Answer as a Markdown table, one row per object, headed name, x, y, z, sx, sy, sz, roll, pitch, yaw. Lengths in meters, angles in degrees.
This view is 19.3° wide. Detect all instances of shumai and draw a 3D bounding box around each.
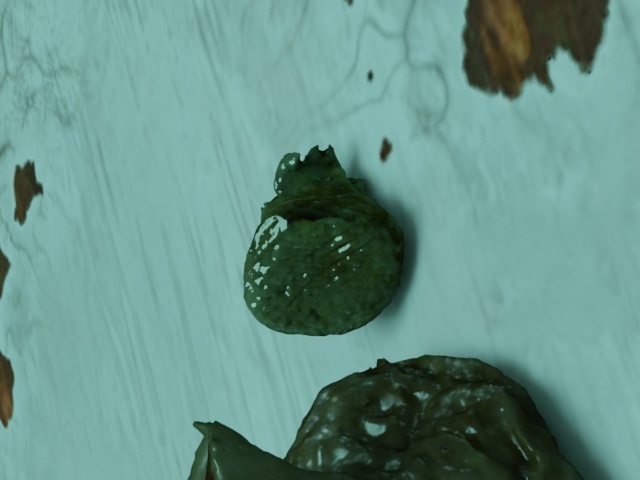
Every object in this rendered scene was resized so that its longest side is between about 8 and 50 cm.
| name | x | y | z | sx | sy | sz | roll | pitch | yaw |
| --- | --- | --- | --- | --- | --- | --- | --- | --- | --- |
| shumai | 0.000 | 0.000 | 0.936 | 0.083 | 0.082 | 0.080 | -44 | 13 | 17 |
| shumai | 0.013 | 0.143 | 0.813 | 0.206 | 0.175 | 0.166 | 37 | 124 | 54 |
